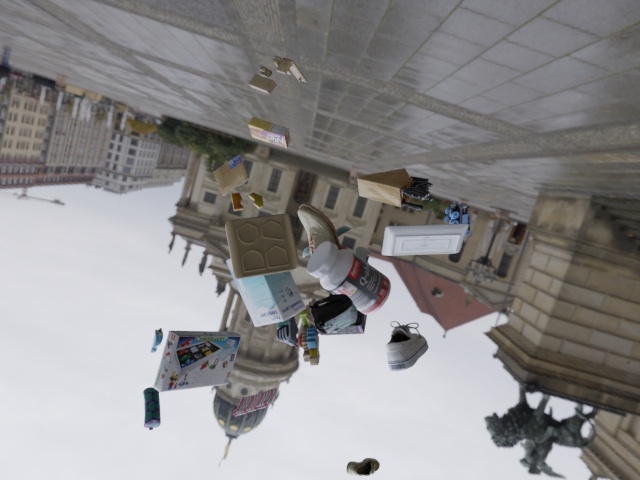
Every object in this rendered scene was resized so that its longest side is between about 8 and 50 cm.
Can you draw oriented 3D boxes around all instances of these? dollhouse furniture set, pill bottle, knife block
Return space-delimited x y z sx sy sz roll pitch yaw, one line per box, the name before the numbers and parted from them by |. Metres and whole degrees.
dollhouse furniture set | -0.170 -0.635 1.737 0.144 0.151 0.123 31 177 33
pill bottle | 0.129 0.169 1.981 0.363 0.210 0.210 34 -179 -22
knife block | 0.297 -0.191 1.714 0.276 0.088 0.242 -9 -148 3

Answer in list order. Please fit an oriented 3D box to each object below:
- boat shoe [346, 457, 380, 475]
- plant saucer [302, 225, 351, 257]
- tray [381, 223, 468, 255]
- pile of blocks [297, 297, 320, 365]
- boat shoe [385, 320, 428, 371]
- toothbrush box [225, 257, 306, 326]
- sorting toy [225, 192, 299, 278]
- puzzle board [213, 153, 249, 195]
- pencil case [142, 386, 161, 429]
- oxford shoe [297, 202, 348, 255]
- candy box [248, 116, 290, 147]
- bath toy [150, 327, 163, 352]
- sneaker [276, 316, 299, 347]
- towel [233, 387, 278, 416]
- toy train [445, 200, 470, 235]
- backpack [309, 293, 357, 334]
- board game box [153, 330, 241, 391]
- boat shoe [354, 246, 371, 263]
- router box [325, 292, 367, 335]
boat shoe | 0.156 0.777 1.478 0.153 0.056 0.048 22 159 -38
plant saucer | 0.028 0.000 2.423 0.043 0.318 0.317 59 -169 0
tray | 0.345 0.006 1.435 0.271 0.145 0.030 -2 -133 -1
pile of blocks | -0.073 0.485 2.304 0.113 0.362 0.149 -9 143 10
boat shoe | 0.333 0.395 1.741 0.136 0.156 0.367 -17 176 27
toothbrush box | -0.215 0.169 1.677 0.126 0.295 0.216 -24 180 -42
sorting toy | -0.214 -0.026 1.527 0.229 0.307 0.041 -9 166 -15
puzzle board | -0.309 -0.227 1.502 0.128 0.096 0.011 -27 168 25
pencil case | -0.668 0.662 1.712 0.065 0.070 0.151 13 -144 -33
oxford shoe | 0.000 0.000 2.102 0.146 0.397 0.140 -36 180 -36
candy box | -0.240 -0.512 2.055 0.187 0.053 0.109 21 163 7
bath toy | -0.625 0.510 2.075 0.348 0.129 0.151 13 -177 -14
sneaker | -0.134 0.340 1.800 0.098 0.083 0.223 46 -153 -36
towel | -0.306 0.760 2.044 0.197 0.029 0.144 -21 -175 9
toy train | 0.646 -0.098 2.027 0.105 0.184 0.080 -16 -147 -7
backpack | 0.060 0.304 1.793 0.115 0.182 0.152 64 180 -37
board game box | -0.421 0.418 1.520 0.053 0.192 0.305 13 176 34
boat shoe | 0.233 0.110 2.462 0.095 0.079 0.254 13 -156 3
router box | 0.154 0.418 2.564 0.243 0.081 0.308 -7 -145 19
